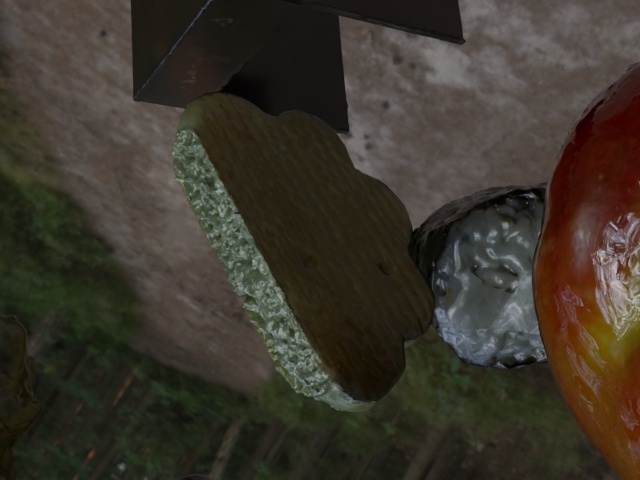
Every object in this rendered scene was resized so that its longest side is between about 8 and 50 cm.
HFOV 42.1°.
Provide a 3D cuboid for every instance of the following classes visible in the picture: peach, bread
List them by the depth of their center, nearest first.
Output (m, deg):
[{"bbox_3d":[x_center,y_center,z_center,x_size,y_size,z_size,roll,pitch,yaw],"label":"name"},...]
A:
[{"bbox_3d":[0.308,0.009,0.516,0.335,0.310,0.406,-21,175,43],"label":"peach"},{"bbox_3d":[0.000,0.000,0.695,0.056,0.207,0.286,-38,72,39],"label":"bread"}]

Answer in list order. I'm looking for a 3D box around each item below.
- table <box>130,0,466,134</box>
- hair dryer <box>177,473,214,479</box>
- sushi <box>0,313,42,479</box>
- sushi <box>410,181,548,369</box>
[{"bbox_3d":[-0.035,-0.268,0.912,0.282,0.196,0.250,5,159,-30],"label":"table"},{"bbox_3d":[-0.119,0.286,0.470,0.361,0.121,0.301,-7,-147,-38],"label":"hair dryer"},{"bbox_3d":[-0.369,0.131,0.425,0.351,0.240,0.396,44,-158,-20],"label":"sushi"},{"bbox_3d":[0.264,0.044,0.871,0.349,0.234,0.207,-3,-176,-4],"label":"sushi"}]
